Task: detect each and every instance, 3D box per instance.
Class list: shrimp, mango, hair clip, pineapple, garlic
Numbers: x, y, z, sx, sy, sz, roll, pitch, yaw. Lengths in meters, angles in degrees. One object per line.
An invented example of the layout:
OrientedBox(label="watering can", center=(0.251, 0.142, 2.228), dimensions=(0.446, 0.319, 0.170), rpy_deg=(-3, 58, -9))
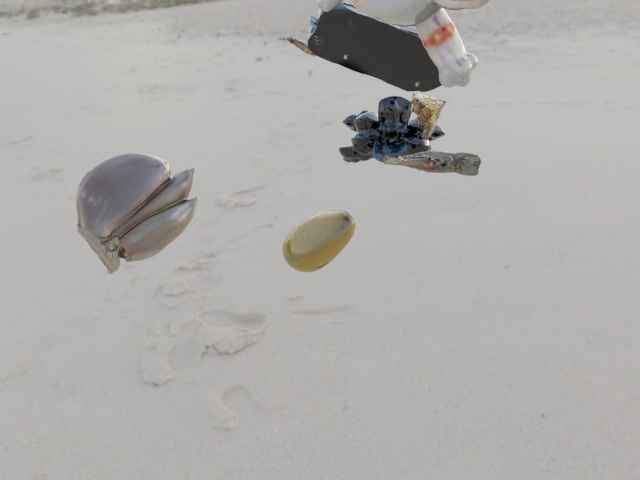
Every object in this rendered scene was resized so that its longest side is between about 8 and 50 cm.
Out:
OrientedBox(label="shrimp", center=(0.269, -0.197, 1.380), dimensions=(0.173, 0.058, 0.253), rpy_deg=(-8, 15, -42))
OrientedBox(label="mango", center=(0.000, 0.000, 1.273), dimensions=(0.195, 0.098, 0.137), rpy_deg=(-24, 41, 27))
OrientedBox(label="hair clip", center=(0.208, -0.294, 1.617), dimensions=(0.310, 0.194, 0.206), rpy_deg=(6, -8, 7))
OrientedBox(label="shrimp", center=(-0.049, -0.639, 1.791), dimensions=(0.127, 0.025, 0.091), rpy_deg=(19, 45, -14))
OrientedBox(label="pineapple", center=(0.257, -0.293, 1.303), dimensions=(0.077, 0.114, 0.114), rpy_deg=(-18, 40, -9))
OrientedBox(label="garlic", center=(-0.472, -0.088, 1.390), dimensions=(0.325, 0.279, 0.132), rpy_deg=(-48, 0, -18))

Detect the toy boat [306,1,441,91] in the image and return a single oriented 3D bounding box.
OrientedBox(label="toy boat", center=(0.127, -0.402, 1.109), dimensions=(0.299, 0.134, 0.092), rpy_deg=(15, 56, -18))

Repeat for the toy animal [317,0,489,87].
OrientedBox(label="toy animal", center=(0.065, -0.285, 0.557), dimensions=(0.138, 0.282, 0.140), rpy_deg=(-20, -1, -3))
